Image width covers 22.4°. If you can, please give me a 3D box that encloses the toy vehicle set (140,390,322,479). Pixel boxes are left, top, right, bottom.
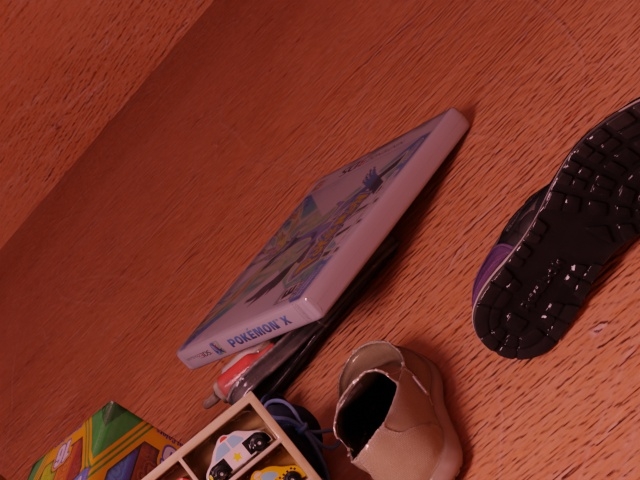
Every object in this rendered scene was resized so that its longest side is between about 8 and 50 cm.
[{"bbox_3d":[-0.115,0.288,1.485,0.267,0.166,0.035,-39,-7,-8],"label":"toy vehicle set"}]

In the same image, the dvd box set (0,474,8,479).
[{"bbox_3d":[-0.484,0.429,2.029,0.308,0.062,0.420,-62,-13,-16],"label":"dvd box set"}]

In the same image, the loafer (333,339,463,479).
[{"bbox_3d":[0.060,0.154,1.507,0.102,0.092,0.268,-52,20,7],"label":"loafer"}]

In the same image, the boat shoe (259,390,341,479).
[{"bbox_3d":[-0.045,0.202,1.658,0.089,0.109,0.258,-53,22,-4],"label":"boat shoe"}]

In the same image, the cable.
[{"bbox_3d":[-0.030,0.093,1.805,0.287,0.072,0.139,-53,-12,18],"label":"cable"}]

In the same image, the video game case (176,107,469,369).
[{"bbox_3d":[0.000,0.000,1.868,0.300,0.036,0.329,-26,22,55],"label":"video game case"}]

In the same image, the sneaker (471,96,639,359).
[{"bbox_3d":[0.226,-0.035,1.422,0.283,0.107,0.124,-49,15,16],"label":"sneaker"}]

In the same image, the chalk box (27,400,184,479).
[{"bbox_3d":[-0.224,0.348,1.632,0.180,0.179,0.289,-39,25,38],"label":"chalk box"}]
